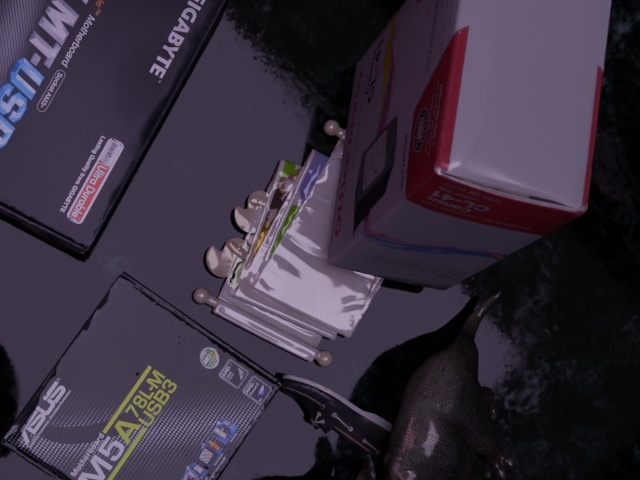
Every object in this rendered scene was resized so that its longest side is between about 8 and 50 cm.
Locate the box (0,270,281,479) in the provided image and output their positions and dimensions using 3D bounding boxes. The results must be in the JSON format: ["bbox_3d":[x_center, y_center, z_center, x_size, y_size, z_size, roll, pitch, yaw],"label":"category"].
[{"bbox_3d":[-0.163,0.157,1.080,0.184,0.045,0.190,37,79,-9],"label":"box"}]

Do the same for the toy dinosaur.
[{"bbox_3d":[0.111,0.182,1.071,0.313,0.121,0.160,-57,142,-9],"label":"toy dinosaur"}]

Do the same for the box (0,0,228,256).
[{"bbox_3d":[-0.274,-0.179,1.072,0.293,0.073,0.295,29,81,-7],"label":"box"}]

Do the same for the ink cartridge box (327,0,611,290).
[{"bbox_3d":[0.117,-0.100,1.004,0.131,0.306,0.226,13,73,-13],"label":"ink cartridge box"}]

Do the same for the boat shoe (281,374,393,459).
[{"bbox_3d":[0.013,0.168,1.115,0.125,0.046,0.038,31,76,-16],"label":"boat shoe"}]

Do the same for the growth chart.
[{"bbox_3d":[0.000,0.000,1.136,0.172,0.021,0.237,36,80,-6],"label":"growth chart"}]
